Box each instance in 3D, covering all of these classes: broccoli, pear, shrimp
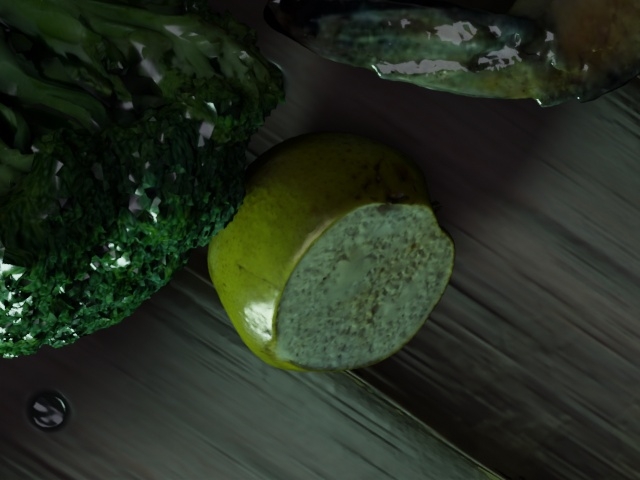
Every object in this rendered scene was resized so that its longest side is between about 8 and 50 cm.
[{"bbox_3d":[-0.156,-0.064,0.832,0.265,0.294,0.245,-19,116,38],"label":"broccoli"},{"bbox_3d":[0.000,0.000,0.923,0.141,0.104,0.141,-18,134,-20],"label":"pear"},{"bbox_3d":[0.027,-0.200,0.841,0.445,0.085,0.272,-4,91,-9],"label":"shrimp"}]
